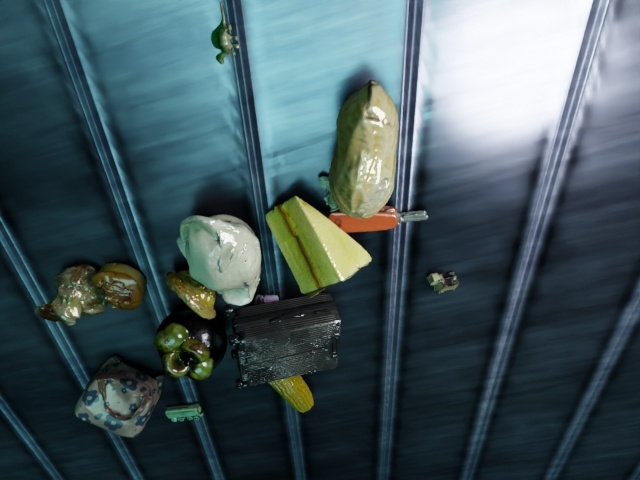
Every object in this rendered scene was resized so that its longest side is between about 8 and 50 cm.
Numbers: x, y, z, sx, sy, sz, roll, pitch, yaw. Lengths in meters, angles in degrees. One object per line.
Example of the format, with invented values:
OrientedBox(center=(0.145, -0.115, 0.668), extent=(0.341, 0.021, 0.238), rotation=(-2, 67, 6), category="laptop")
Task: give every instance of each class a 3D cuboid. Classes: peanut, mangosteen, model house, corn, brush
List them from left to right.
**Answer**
OrientedBox(center=(-0.400, 0.317, 1.271), extent=(0.242, 0.243, 0.243), rotation=(0, 123, 1), category="mangosteen")
OrientedBox(center=(-0.110, 0.506, 1.470), extent=(0.106, 0.106, 0.305), rotation=(-22, 125, 14), category="corn")
OrientedBox(center=(0.100, -0.201, 0.969), extent=(0.158, 0.174, 0.340), rotation=(29, 127, 36), category="peanut")
OrientedBox(center=(0.129, -0.059, 1.123), extent=(0.322, 0.051, 0.071), rotation=(-4, 121, 4), category="brush")
OrientedBox(center=(0.365, 0.129, 1.249), extent=(0.083, 0.057, 0.058), rotation=(-9, 152, -16), category="model house")

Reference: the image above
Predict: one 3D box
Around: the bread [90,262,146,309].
OrientedBox(center=(-0.590, 0.137, 1.242), extent=(0.125, 0.086, 0.156), rotation=(-12, 123, 7), category="bread")

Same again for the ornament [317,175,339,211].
OrientedBox(center=(0.027, -0.122, 1.082), extent=(0.041, 0.068, 0.093), rotation=(-8, 85, 37), category="ornament")

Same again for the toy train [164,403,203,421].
OrientedBox(center=(-0.536, 0.677, 1.626), extent=(0.147, 0.038, 0.071), rotation=(-10, 120, 8), category="toy train")

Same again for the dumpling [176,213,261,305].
OrientedBox(center=(-0.286, 0.029, 1.145), extent=(0.242, 0.187, 0.318), rotation=(11, 135, 34), category="dumpling")

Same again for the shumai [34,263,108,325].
OrientedBox(center=(-0.736, 0.182, 1.242), extent=(0.161, 0.153, 0.210), rotation=(24, 124, -6), category="shumai")

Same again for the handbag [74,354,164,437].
OrientedBox(center=(-0.699, 0.542, 1.460), extent=(0.251, 0.190, 0.193), rotation=(29, 109, -12), category="handbag")

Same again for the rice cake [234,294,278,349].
OrientedBox(center=(-0.211, 0.287, 1.357), extent=(0.080, 0.051, 0.291), rotation=(19, 121, -11), category="rice cake")

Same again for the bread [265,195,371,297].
OrientedBox(center=(-0.003, -0.003, 1.139), extent=(0.167, 0.163, 0.264), rotation=(-24, 93, 43), category="bread")

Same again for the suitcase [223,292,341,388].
OrientedBox(center=(-0.110, 0.298, 1.268), extent=(0.334, 0.152, 0.230), rotation=(-8, 127, -14), category="suitcase")

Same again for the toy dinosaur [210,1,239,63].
OrientedBox(center=(-0.213, -0.445, 0.894), extent=(0.060, 0.029, 0.120), rotation=(4, 123, 18), category="toy dinosaur")

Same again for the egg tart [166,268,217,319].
OrientedBox(center=(-0.370, 0.147, 1.215), extent=(0.074, 0.191, 0.191), rotation=(-48, 115, -7), category="egg tart")
